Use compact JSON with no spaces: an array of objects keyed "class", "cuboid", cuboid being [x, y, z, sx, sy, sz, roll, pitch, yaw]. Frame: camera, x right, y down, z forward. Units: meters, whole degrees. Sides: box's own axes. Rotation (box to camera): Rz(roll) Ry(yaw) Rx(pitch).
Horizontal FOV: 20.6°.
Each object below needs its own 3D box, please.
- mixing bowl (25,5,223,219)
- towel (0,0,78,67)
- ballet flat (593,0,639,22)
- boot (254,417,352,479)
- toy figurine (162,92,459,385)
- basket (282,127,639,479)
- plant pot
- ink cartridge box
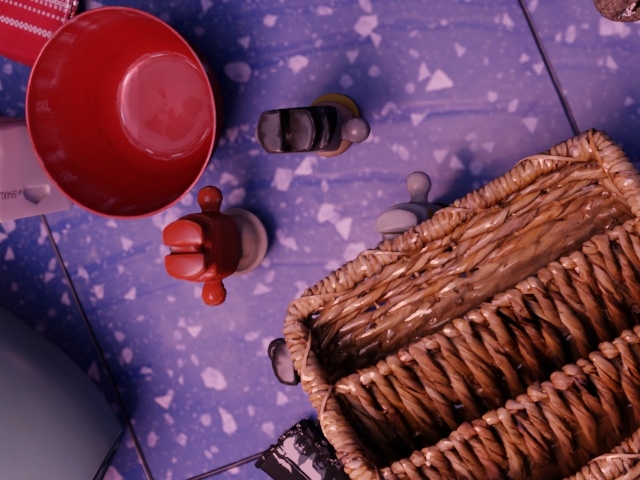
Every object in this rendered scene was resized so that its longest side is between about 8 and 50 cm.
[{"class":"mixing bowl","cuboid":[-0.155,-0.114,1.533,0.181,0.098,0.181,3,99,20]},{"class":"towel","cuboid":[-0.285,-0.304,1.590,0.199,0.031,0.275,18,103,20]},{"class":"ballet flat","cuboid":[0.304,-0.260,1.350,0.250,0.058,0.084,-42,83,22]},{"class":"boot","cuboid":[-0.018,0.226,1.565,0.099,0.045,0.121,45,104,7]},{"class":"toy figurine","cuboid":[0.000,0.000,1.474,0.213,0.148,0.209,42,105,13]},{"class":"basket","cuboid":[0.153,0.105,1.310,0.299,0.213,0.223,-28,124,5]},{"class":"plant pot","cuboid":[-0.318,0.197,1.560,0.235,0.293,0.293,27,108,-1]},{"class":"ink cartridge box","cuboid":[-0.342,-0.070,1.587,0.203,0.148,0.086,4,98,20]}]
